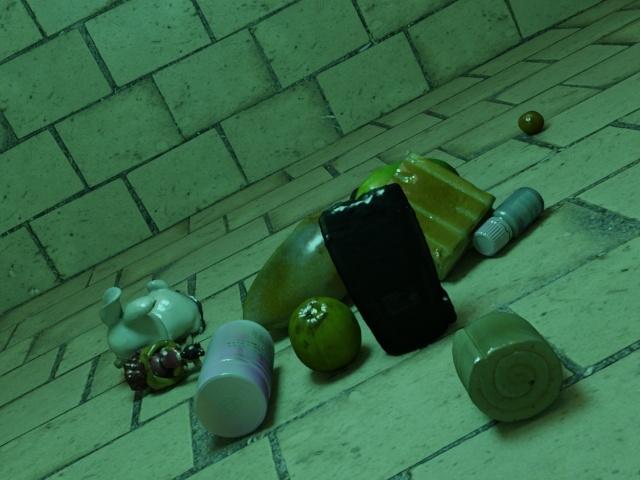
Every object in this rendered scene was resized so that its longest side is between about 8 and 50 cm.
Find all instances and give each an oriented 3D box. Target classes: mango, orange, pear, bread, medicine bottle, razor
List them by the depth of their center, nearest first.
[{"bbox_3d":[0.292,0.197,1.244,0.148,0.133,0.141,-14,13,2],"label":"bread"},{"bbox_3d":[0.137,0.058,1.565,0.189,0.326,0.107,-25,10,7],"label":"razor"},{"bbox_3d":[0.010,0.196,1.638,0.149,0.162,0.149,-22,29,13],"label":"pear"},{"bbox_3d":[-0.177,0.285,1.658,0.152,0.152,0.254,-24,17,9],"label":"medicine bottle"},{"bbox_3d":[0.433,-0.044,1.825,0.203,0.083,0.083,-36,19,-31],"label":"medicine bottle"},{"bbox_3d":[0.243,-0.058,1.838,0.239,0.246,0.111,-50,-18,-23],"label":"bread"},{"bbox_3d":[-0.034,0.085,1.947,0.384,0.199,0.221,-44,41,-5],"label":"mango"},{"bbox_3d":[0.244,-0.101,2.069,0.382,0.225,0.201,-16,10,-42],"label":"mango"},{"bbox_3d":[0.658,-0.369,2.462,0.085,0.085,0.085,-25,17,8],"label":"orange"}]

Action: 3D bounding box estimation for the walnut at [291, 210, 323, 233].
[{"bbox_3d":[0.000,0.000,2.238,0.159,0.159,0.207,-10,19,45],"label":"walnut"}]

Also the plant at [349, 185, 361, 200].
[{"bbox_3d":[0.167,-0.107,2.339,0.129,0.132,0.194,-33,14,-8],"label":"plant"}]

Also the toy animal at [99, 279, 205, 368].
[{"bbox_3d":[-0.468,0.229,2.138,0.183,0.247,0.310,14,13,25],"label":"toy animal"}]

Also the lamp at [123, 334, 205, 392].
[{"bbox_3d":[-0.375,0.299,1.973,0.253,0.118,0.118,-27,16,21],"label":"lamp"}]
